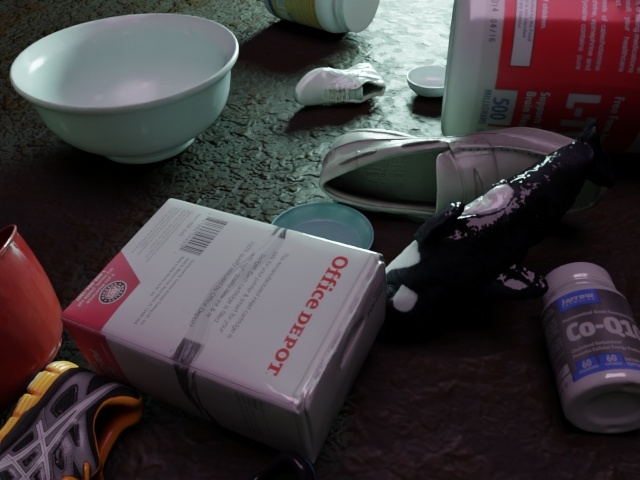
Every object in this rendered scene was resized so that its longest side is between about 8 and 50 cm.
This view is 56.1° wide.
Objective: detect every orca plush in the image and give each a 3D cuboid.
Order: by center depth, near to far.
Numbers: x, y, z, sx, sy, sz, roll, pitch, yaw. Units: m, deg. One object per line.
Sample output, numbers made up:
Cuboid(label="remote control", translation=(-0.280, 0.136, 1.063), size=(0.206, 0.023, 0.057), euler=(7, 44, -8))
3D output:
Cuboid(label="orca plush", translation=(0.179, 0.014, 0.568), size=(0.287, 0.151, 0.102), euler=(-29, 64, -15))

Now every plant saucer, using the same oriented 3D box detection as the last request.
Cuboid(label="plant saucer", translation=(0.000, 0.000, 0.676), size=(0.120, 0.021, 0.119), euler=(-1, 41, 1))

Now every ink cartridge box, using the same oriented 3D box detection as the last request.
Cuboid(label="ink cartridge box", translation=(-0.071, 0.064, 0.506), size=(0.218, 0.092, 0.158), euler=(14, 48, 23))

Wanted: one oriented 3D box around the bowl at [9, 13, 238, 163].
Cuboid(label="bowl", translation=(-0.255, -0.199, 0.836), size=(0.298, 0.134, 0.297), euler=(-1, 40, 0))

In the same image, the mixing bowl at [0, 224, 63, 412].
Cuboid(label="mixing bowl", translation=(-0.288, 0.085, 0.505), size=(0.181, 0.098, 0.181), euler=(-32, 27, 18))

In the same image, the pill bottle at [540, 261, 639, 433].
Cuboid(label="pill bottle", translation=(0.236, 0.087, 0.520), size=(0.078, 0.078, 0.137), euler=(2, 40, 5))

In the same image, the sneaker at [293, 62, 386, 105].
Cuboid(label="sneaker", translation=(0.033, -0.238, 0.933), size=(0.152, 0.053, 0.061), euler=(-18, 46, -19))

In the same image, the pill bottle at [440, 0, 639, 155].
Cuboid(label="pill bottle", translation=(0.371, -0.226, 0.769), size=(0.408, 0.229, 0.229), euler=(5, 41, 9))

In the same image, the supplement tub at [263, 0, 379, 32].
Cuboid(label="supplement tub", translation=(0.000, -0.482, 1.151), size=(0.200, 0.144, 0.144), euler=(27, 48, 29))

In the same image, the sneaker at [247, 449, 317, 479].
Cuboid(label="sneaker", translation=(-0.070, 0.209, 0.387), size=(0.067, 0.078, 0.188), euler=(26, 48, 29))

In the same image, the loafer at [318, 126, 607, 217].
Cuboid(label="loafer", translation=(0.154, -0.066, 0.683), size=(0.320, 0.112, 0.111), euler=(4, 34, 21))

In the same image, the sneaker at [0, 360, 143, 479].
Cuboid(label="sneaker", translation=(-0.202, 0.177, 0.431), size=(0.083, 0.084, 0.214), euler=(9, 40, 6))

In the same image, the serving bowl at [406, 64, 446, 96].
Cuboid(label="serving bowl", translation=(0.179, -0.251, 0.960), size=(0.084, 0.027, 0.083), euler=(-1, 40, 1))
